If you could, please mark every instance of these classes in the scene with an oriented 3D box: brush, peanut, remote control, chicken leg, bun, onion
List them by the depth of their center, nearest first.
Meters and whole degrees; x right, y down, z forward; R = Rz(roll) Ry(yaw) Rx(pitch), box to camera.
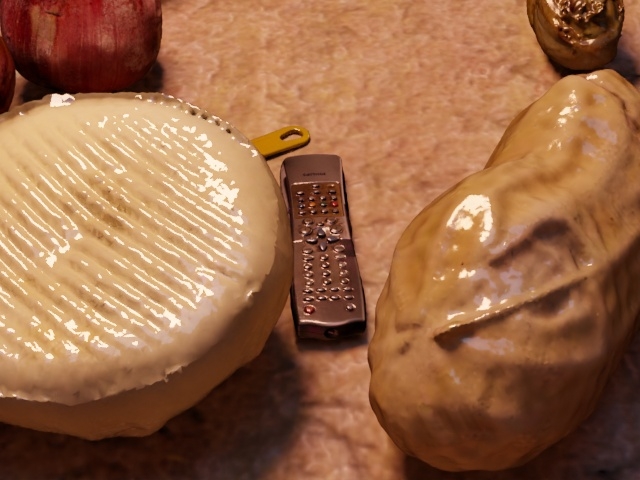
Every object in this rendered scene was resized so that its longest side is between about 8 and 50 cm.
[{"bbox_3d":[0.148,0.020,0.840,0.174,0.158,0.340,50,48,-2],"label":"peanut"},{"bbox_3d":[-0.154,0.026,0.854,0.287,0.146,0.287,-6,53,7],"label":"bun"},{"bbox_3d":[0.000,0.000,0.967,0.059,0.028,0.212,-1,41,-4],"label":"remote control"},{"bbox_3d":[-0.097,-0.064,1.056,0.205,0.011,0.083,-23,44,-24],"label":"brush"},{"bbox_3d":[-0.220,-0.229,1.115,0.159,0.195,0.159,1,31,-1],"label":"onion"},{"bbox_3d":[0.244,-0.247,1.191,0.088,0.103,0.228,-13,36,10],"label":"chicken leg"}]

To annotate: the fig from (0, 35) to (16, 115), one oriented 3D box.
[{"bbox_3d":[-0.349,-0.128,1.028,0.148,0.149,0.202,-41,18,21],"label":"fig"}]
